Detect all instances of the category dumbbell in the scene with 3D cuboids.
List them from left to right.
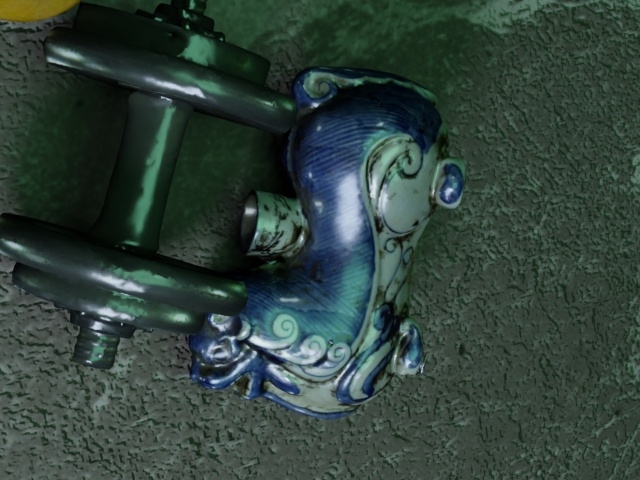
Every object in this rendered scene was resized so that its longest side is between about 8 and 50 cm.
[{"bbox_3d":[-0.126,-0.048,1.043,0.192,0.192,0.290,15,91,-32],"label":"dumbbell"}]

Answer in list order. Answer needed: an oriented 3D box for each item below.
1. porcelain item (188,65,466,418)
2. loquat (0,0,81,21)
[{"bbox_3d":[0.000,0.000,1.171,0.186,0.138,0.288,10,99,-20],"label":"porcelain item"},{"bbox_3d":[-0.209,-0.217,0.995,0.141,0.141,0.141,-6,102,-30],"label":"loquat"}]
